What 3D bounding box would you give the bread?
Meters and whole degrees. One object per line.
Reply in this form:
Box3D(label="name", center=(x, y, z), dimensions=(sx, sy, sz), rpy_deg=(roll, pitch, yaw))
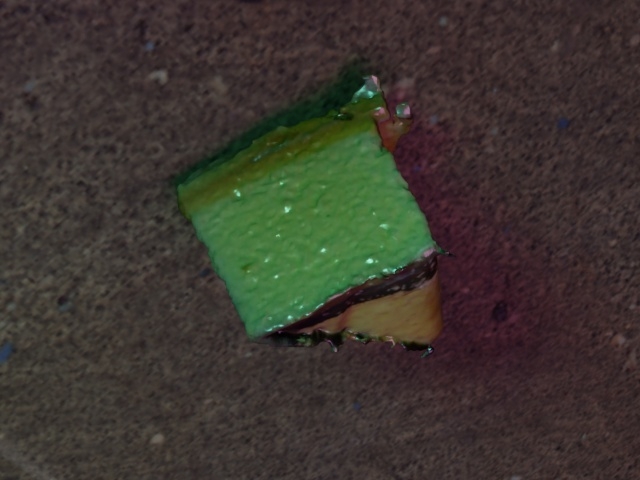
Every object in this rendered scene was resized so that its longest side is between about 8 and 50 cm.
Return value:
Box3D(label="bread", center=(0.000, 0.000, 0.903), dimensions=(0.152, 0.147, 0.127), rpy_deg=(-17, 144, -9))
